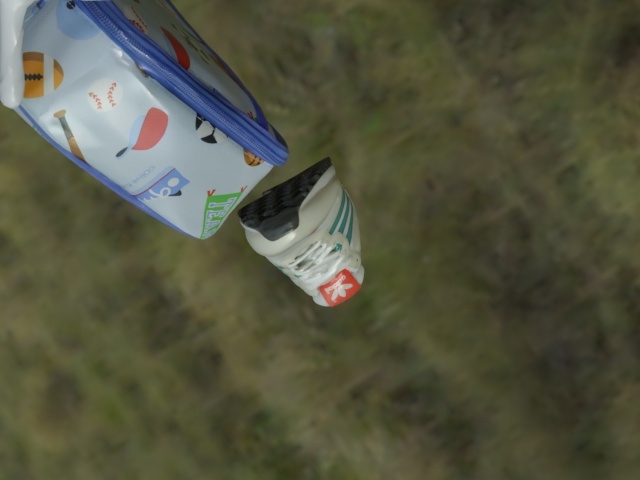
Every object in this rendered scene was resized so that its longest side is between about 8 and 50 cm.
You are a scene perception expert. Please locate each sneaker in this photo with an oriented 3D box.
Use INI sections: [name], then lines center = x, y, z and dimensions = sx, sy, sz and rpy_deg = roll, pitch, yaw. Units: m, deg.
[sneaker]
center = 0.000, 0.000, 1.096
dimensions = 0.075, 0.057, 0.161
rpy_deg = 61, -174, -4

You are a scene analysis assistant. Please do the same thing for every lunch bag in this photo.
[lunch bag]
center = -0.159, -0.142, 1.356
dimensions = 0.243, 0.115, 0.303
rpy_deg = 34, -167, -47

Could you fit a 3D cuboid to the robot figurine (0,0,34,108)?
[robot figurine]
center = -0.042, -0.219, 0.587
dimensions = 0.300, 0.353, 0.200
rpy_deg = 34, 177, -2
